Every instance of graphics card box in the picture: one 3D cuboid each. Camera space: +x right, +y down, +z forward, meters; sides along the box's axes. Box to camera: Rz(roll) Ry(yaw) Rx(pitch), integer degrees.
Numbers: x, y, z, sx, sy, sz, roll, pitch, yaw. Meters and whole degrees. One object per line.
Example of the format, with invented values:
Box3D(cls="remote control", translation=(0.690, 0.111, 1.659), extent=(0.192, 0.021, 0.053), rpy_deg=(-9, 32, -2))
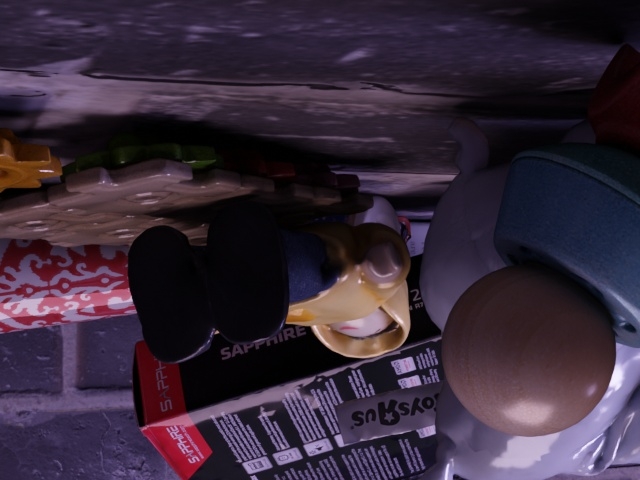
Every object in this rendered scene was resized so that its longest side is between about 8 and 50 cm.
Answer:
Box3D(cls="graphics card box", translation=(0.047, 0.128, 1.040), extent=(0.371, 0.094, 0.232), rpy_deg=(-17, 141, 5))

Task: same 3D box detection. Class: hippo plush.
Box3D(cls="hippo plush", translation=(0.125, 0.013, 0.654), extent=(0.294, 0.234, 0.236), rpy_deg=(-18, 143, 3))

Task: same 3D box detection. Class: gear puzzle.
Box3D(cls="gear puzzle", translation=(-0.117, -0.034, 0.678), extent=(0.176, 0.044, 0.339), rpy_deg=(-12, 172, 28))

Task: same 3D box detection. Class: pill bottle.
Box3D(cls="pill bottle", translation=(0.000, 0.000, 0.971), extent=(0.120, 0.067, 0.067), rpy_deg=(-4, 174, 32))

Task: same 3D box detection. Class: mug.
Box3D(cls="mug", translation=(-0.208, 0.000, 0.888), extent=(0.169, 0.150, 0.113), rpy_deg=(-5, 139, -4))

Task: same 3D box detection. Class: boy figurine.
Box3D(cls="boy figurine", translation=(-0.019, 0.035, 0.787), extent=(0.177, 0.092, 0.285), rpy_deg=(-16, 168, 19))

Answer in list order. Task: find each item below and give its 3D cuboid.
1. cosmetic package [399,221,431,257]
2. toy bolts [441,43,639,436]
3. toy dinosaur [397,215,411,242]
Box3D(cls="cosmetic package", translation=(0.097, 0.069, 1.257), extent=(0.454, 0.161, 0.230), rpy_deg=(1, 174, -17))
Box3D(cls="toy bolts", translation=(0.158, 0.040, 0.390), extent=(0.228, 0.158, 0.218), rpy_deg=(37, 172, 3))
Box3D(cls="toy dinosaur", translation=(0.055, -0.008, 1.079), extent=(0.082, 0.047, 0.090), rpy_deg=(-19, 173, -25))
